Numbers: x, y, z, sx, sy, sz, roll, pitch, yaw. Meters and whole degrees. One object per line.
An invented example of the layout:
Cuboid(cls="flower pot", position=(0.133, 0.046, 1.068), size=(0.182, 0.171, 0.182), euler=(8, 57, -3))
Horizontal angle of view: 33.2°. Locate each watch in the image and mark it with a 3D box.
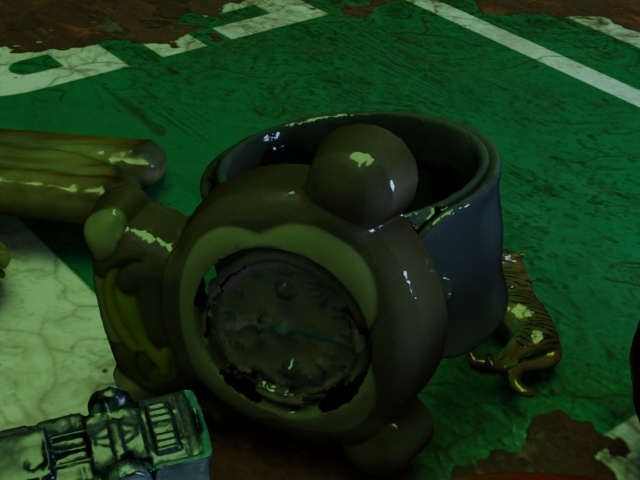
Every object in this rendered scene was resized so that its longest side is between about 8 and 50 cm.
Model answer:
Cuboid(cls="watch", position=(0.000, 0.000, 1.004), size=(0.335, 0.314, 0.327), euler=(3, 28, 20))

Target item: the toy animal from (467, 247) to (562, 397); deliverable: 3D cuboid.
Cuboid(cls="toy animal", position=(0.189, 0.076, 1.092), size=(0.099, 0.057, 0.241), euler=(-4, 33, -10))

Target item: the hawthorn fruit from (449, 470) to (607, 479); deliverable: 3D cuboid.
Cuboid(cls="hawthorn fruit", position=(0.085, 0.267, 0.619), size=(0.330, 0.287, 0.287), euler=(9, 33, 21))

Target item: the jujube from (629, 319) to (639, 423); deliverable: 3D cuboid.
Cuboid(cls="jujube", position=(0.456, 0.106, 0.870), size=(0.377, 0.276, 0.276), euler=(0, 33, -4))

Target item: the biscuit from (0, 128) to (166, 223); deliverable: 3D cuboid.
Cuboid(cls="biscuit", position=(-0.338, -0.080, 1.250), size=(0.290, 0.062, 0.237), euler=(6, 18, 1))

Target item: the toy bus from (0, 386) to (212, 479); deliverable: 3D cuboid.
Cuboid(cls="toy bus", position=(-0.217, 0.191, 0.839), size=(0.261, 0.109, 0.091), euler=(-9, 42, -14))

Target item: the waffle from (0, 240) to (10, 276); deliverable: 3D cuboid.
Cuboid(cls="waffle", position=(-0.461, -0.014, 1.097), size=(0.280, 0.060, 0.262), euler=(12, 2, -23))
